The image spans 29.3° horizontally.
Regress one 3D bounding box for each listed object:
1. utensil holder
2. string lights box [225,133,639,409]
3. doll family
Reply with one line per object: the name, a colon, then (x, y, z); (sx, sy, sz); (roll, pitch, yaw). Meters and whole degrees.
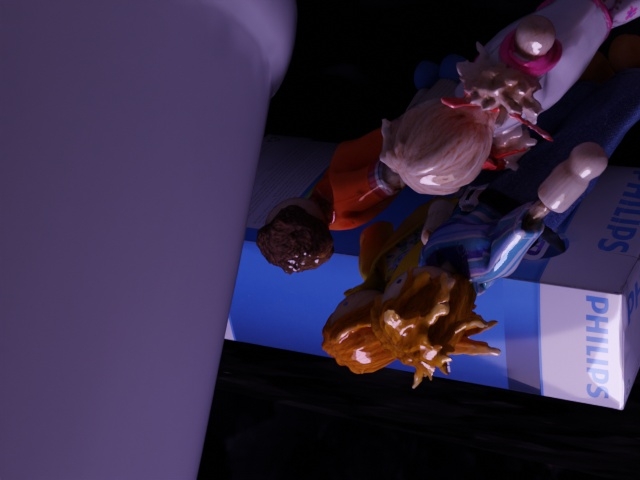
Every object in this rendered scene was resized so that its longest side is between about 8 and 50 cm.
utensil holder: (-0.204, 0.042, 0.546); (0.328, 0.385, 0.327); (10, 167, 2)
string lights box: (0.059, 0.008, 0.701); (0.260, 0.133, 0.076); (8, 123, 25)
doll family: (0.067, -0.013, 0.517); (0.118, 0.163, 0.263); (46, 160, -4)
